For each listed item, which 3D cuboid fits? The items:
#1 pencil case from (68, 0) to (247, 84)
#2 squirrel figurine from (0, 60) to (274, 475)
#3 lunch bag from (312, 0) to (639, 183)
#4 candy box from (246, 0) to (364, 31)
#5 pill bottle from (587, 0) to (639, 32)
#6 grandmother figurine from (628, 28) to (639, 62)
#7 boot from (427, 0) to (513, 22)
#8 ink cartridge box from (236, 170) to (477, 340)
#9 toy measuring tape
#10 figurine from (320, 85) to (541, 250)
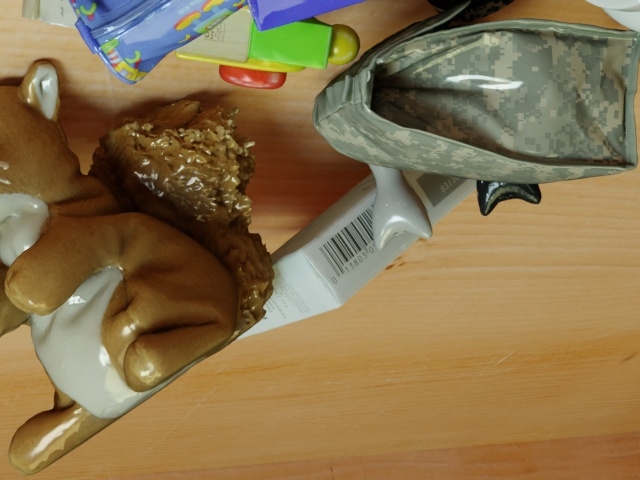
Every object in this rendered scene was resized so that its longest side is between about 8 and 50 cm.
[{"bbox_3d":[-0.085,-0.257,1.233,0.306,0.119,0.133,-29,-172,20],"label":"pencil case"},{"bbox_3d":[-0.244,-0.013,1.552,0.397,0.370,0.281,-32,175,-44],"label":"squirrel figurine"},{"bbox_3d":[0.144,-0.145,1.422,0.287,0.168,0.235,3,179,-12],"label":"lunch bag"},{"bbox_3d":[0.064,-0.330,1.035,0.317,0.122,0.268,-17,134,-4],"label":"candy box"},{"bbox_3d":[0.352,-0.275,1.327,0.169,0.169,0.302,-31,165,38],"label":"pill bottle"},{"bbox_3d":[0.517,-0.185,1.568,0.342,0.104,0.208,22,175,19],"label":"grandmother figurine"},{"bbox_3d":[0.176,-0.301,1.375,0.236,0.085,0.179,-24,161,21],"label":"boot"},{"bbox_3d":[0.000,0.000,1.829,0.308,0.091,0.385,-40,-168,-33],"label":"ink cartridge box"},{"bbox_3d":[-0.124,-0.218,1.402,0.330,0.121,0.121,8,155,-6],"label":"toy measuring tape"},{"bbox_3d":[0.127,-0.109,1.608,0.215,0.209,0.092,-20,171,18],"label":"figurine"}]
